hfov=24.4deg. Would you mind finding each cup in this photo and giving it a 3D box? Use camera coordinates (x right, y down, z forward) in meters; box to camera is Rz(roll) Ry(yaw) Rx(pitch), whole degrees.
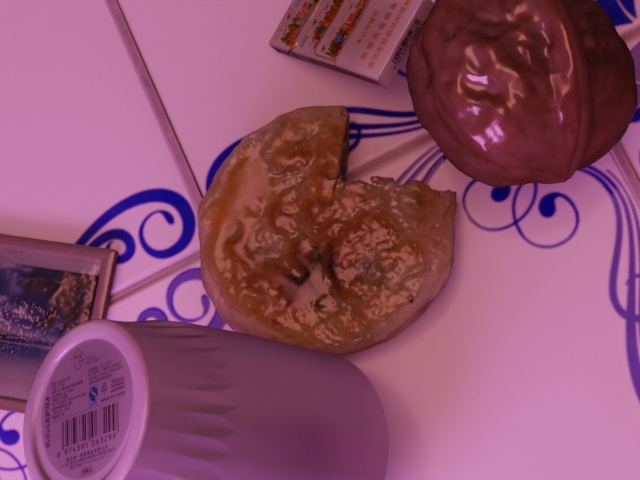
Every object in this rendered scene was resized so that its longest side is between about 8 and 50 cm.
[{"bbox_3d":[-0.120,0.218,1.638,0.253,0.371,0.253,-16,65,38],"label":"cup"}]

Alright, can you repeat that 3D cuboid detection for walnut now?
[{"bbox_3d":[0.237,-0.190,1.729,0.227,0.273,0.273,-39,69,35],"label":"walnut"}]

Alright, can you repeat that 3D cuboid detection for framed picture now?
[{"bbox_3d":[-0.429,0.102,1.937,0.314,0.024,0.232,7,81,16],"label":"framed picture"}]

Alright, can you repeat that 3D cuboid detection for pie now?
[{"bbox_3d":[0.000,0.000,1.828,0.337,0.075,0.338,-3,78,13],"label":"pie"}]

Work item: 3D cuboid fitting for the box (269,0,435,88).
[{"bbox_3d":[0.036,-0.270,1.850,0.220,0.032,0.122,25,85,47],"label":"box"}]
